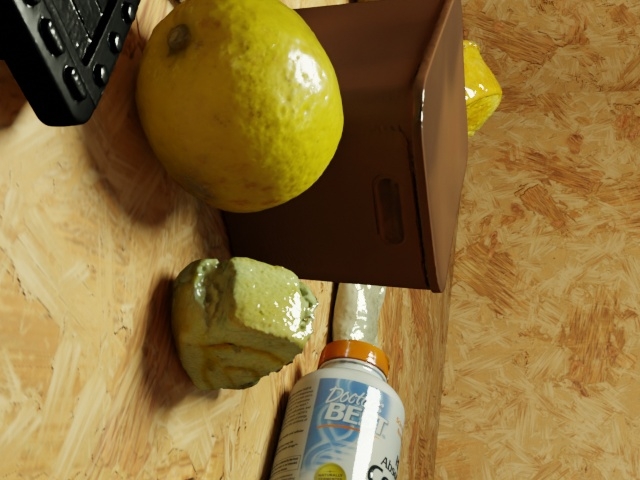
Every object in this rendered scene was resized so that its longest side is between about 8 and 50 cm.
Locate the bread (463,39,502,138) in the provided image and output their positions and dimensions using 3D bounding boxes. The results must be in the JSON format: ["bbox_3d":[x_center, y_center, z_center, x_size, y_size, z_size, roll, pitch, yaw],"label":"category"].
[{"bbox_3d":[0.191,-0.233,1.460,0.145,0.268,0.268,54,9,13],"label":"bread"}]

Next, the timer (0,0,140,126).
[{"bbox_3d":[-0.171,-0.182,0.552,0.144,0.055,0.187,76,17,-48],"label":"timer"}]

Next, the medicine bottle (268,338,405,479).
[{"bbox_3d":[0.022,0.269,1.078,0.157,0.157,0.288,74,23,-47],"label":"medicine bottle"}]

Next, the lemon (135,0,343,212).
[{"bbox_3d":[-0.066,-0.114,0.721,0.207,0.170,0.170,57,37,-55],"label":"lemon"}]

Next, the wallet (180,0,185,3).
[{"bbox_3d":[-0.116,-0.259,0.784,0.190,0.033,0.095,49,42,-69],"label":"wallet"}]

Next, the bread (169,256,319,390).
[{"bbox_3d":[-0.093,0.072,0.780,0.110,0.156,0.103,31,47,-35],"label":"bread"}]

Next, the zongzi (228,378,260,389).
[{"bbox_3d":[-0.072,0.092,0.861,0.113,0.052,0.104,126,-32,-64],"label":"zongzi"}]

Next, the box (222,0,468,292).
[{"bbox_3d":[0.037,-0.123,0.976,0.339,0.230,0.239,-69,155,-53],"label":"box"}]

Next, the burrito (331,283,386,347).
[{"bbox_3d":[0.061,0.113,1.364,0.117,0.076,0.391,56,38,-63],"label":"burrito"}]

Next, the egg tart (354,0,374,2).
[{"bbox_3d":[0.133,-0.446,1.507,0.319,0.128,0.318,-1,90,-74],"label":"egg tart"}]
